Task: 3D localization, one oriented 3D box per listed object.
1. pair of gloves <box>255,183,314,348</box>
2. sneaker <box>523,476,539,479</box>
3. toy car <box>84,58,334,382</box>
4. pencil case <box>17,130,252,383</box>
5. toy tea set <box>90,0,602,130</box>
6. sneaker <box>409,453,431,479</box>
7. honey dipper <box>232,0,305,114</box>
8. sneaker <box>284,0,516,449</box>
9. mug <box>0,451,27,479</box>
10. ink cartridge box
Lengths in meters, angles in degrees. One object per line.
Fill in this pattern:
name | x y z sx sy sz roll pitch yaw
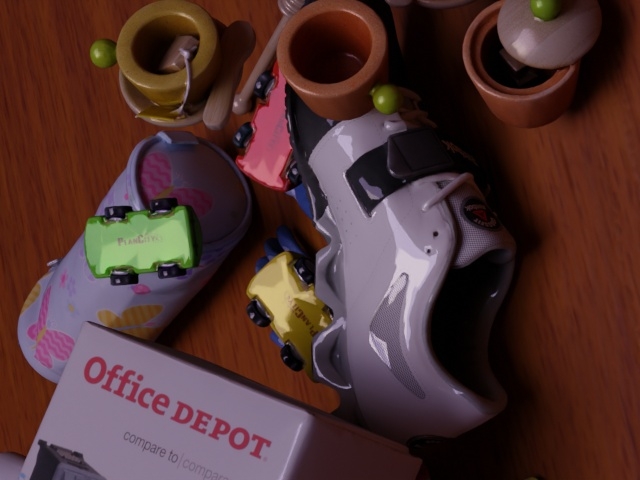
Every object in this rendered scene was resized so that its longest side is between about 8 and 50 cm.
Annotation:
pair of gloves | 0.000 0.000 1.464 0.159 0.023 0.198 31 119 48
sneaker | 0.122 0.193 1.291 0.031 0.035 0.083 50 132 42
toy car | -0.073 -0.009 1.439 0.225 0.053 0.239 -7 90 26
pencil case | -0.160 0.021 1.621 0.273 0.113 0.124 -46 40 48
toy tea set | 0.015 -0.173 1.228 0.124 0.336 0.200 64 -147 -64
sneaker | 0.059 0.240 1.328 0.252 0.103 0.111 -126 16 -60
honey dipper | -0.037 -0.151 1.497 0.161 0.030 0.030 -56 49 44
sneaker | 0.069 -0.026 1.298 0.146 0.122 0.331 -11 84 40
mug | -0.286 0.245 1.887 0.064 0.078 0.062 0 61 47
ink cartridge box | -0.104 0.233 1.238 0.226 0.131 0.306 18 85 40
